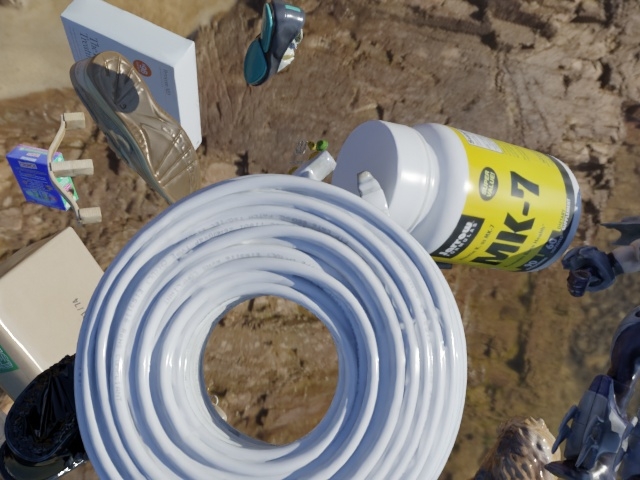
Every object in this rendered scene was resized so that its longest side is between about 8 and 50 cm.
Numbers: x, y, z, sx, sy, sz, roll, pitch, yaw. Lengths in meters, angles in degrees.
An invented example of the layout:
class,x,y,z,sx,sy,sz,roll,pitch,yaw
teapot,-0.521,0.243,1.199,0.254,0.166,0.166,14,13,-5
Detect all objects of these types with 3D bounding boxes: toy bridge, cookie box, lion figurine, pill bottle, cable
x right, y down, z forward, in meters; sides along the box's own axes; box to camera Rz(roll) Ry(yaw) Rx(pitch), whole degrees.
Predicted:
class,x,y,z,sx,sy,sz,roll,pitch,yaw
toy bridge,-0.373,-0.106,0.933,0.063,0.026,0.188,-7,68,-23
cookie box,-0.500,-0.113,1.126,0.092,0.107,0.040,13,47,14
lion figurine,0.276,0.491,1.159,0.392,0.142,0.240,-28,104,8
pill bottle,0.122,-0.038,0.563,0.208,0.119,0.119,7,88,-30
cable,-0.030,0.084,0.416,0.257,0.089,0.257,-30,78,0

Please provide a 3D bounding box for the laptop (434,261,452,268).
class,x,y,z,sx,sy,sz,roll,pitch,yaw
laptop,0.202,-0.031,1.673,0.234,0.264,0.137,4,104,-42

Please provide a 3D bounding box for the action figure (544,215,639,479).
class,x,y,z,sx,sy,sz,roll,pitch,yaw
action figure,0.277,0.069,0.499,0.099,0.185,0.285,32,75,-27

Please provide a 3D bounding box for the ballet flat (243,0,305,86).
class,x,y,z,sx,sy,sz,roll,pitch,yaw
ballet flat,-0.068,-0.298,0.963,0.074,0.203,0.074,4,74,-16

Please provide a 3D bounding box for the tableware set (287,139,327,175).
class,x,y,z,sx,sy,sz,roll,pitch,yaw
tableware set,-0.036,-0.209,1.705,0.104,0.024,0.154,2,63,33

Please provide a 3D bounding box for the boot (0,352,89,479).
class,x,y,z,sx,sy,sz,roll,pitch,yaw
boot,-0.215,0.164,0.660,0.246,0.207,0.094,-30,81,-41

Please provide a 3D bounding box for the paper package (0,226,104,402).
class,x,y,z,sx,sy,sz,roll,pitch,yaw
paper package,-0.609,0.186,1.408,0.168,0.309,0.325,-17,113,28

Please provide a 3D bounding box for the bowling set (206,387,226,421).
class,x,y,z,sx,sy,sz,roll,pitch,yaw
bowling set,-0.409,0.513,1.661,0.154,0.200,0.287,38,91,33

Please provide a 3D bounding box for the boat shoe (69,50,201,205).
class,x,y,z,sx,sy,sz,roll,pitch,yaw
boat shoe,-0.352,-0.207,1.219,0.122,0.110,0.341,-53,130,-36

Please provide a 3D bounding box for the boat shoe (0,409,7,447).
class,x,y,z,sx,sy,sz,roll,pitch,yaw
boat shoe,-0.491,0.287,0.798,0.319,0.116,0.099,-12,104,27

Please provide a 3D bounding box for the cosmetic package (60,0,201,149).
class,x,y,z,sx,sy,sz,roll,pitch,yaw
cosmetic package,-0.438,-0.374,1.506,0.284,0.377,0.097,23,63,4
